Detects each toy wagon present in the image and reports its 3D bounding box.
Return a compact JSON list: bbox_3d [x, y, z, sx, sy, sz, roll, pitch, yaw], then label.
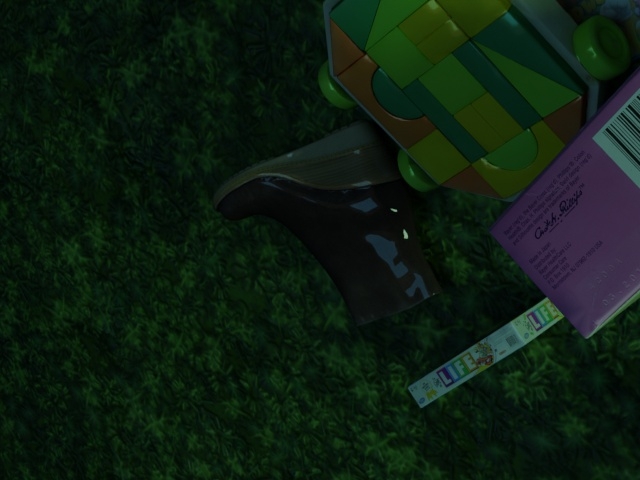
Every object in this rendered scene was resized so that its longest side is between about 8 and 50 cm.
[{"bbox_3d":[0.102,-0.185,1.060,0.344,0.068,0.267,44,139,-11],"label":"toy wagon"}]

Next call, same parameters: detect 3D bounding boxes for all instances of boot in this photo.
[{"bbox_3d":[0.000,0.000,1.264,0.248,0.090,0.207,-20,91,38],"label":"boot"}]

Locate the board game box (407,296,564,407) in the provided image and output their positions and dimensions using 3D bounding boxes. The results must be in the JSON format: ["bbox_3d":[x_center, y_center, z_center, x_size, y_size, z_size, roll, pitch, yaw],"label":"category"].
[{"bbox_3d":[0.170,0.109,1.158,0.154,0.103,0.026,-40,80,40],"label":"board game box"}]

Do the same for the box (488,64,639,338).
[{"bbox_3d":[0.287,-0.064,0.907,0.117,0.243,0.213,50,130,14],"label":"box"}]

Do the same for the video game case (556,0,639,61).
[{"bbox_3d":[0.242,-0.234,1.033,0.119,0.015,0.166,-23,90,42],"label":"video game case"}]
